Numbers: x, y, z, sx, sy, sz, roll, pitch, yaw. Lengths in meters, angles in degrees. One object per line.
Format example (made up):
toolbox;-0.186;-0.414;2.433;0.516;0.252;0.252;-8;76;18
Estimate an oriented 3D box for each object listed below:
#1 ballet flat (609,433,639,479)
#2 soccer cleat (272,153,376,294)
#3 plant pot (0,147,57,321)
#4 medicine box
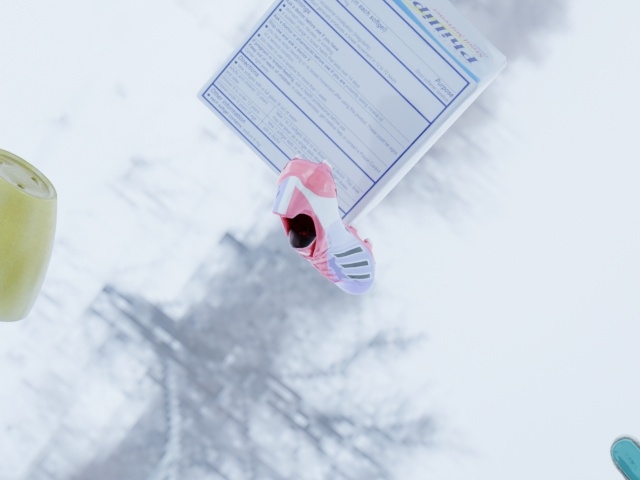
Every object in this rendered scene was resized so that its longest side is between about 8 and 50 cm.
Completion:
ballet flat;0.404;0.301;2.190;0.057;0.168;0.052;-34;163;17
soccer cleat;0.000;0.000;2.218;0.095;0.083;0.248;-61;149;-28
plant pot;-0.258;-0.016;1.431;0.095;0.134;0.134;-54;-179;16
medicine box;0.040;-0.206;2.363;0.289;0.263;0.149;-47;176;26
